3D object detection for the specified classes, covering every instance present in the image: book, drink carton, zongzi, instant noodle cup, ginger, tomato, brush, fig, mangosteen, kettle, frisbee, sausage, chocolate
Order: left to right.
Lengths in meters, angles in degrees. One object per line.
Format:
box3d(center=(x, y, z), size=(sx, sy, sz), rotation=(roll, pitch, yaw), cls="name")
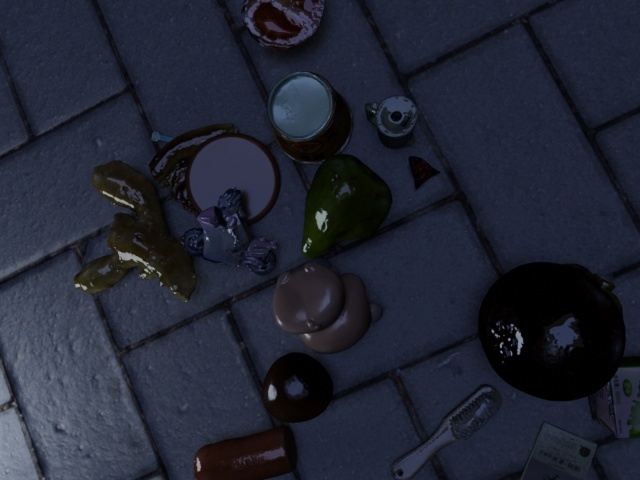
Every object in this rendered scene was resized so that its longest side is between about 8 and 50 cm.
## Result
box3d(center=(-0.462, -0.014, 1.287), size=(0.348, 0.122, 0.363), rotation=(10, 82, 7), cls="ginger")
box3d(center=(-0.230, -0.156, 1.271), size=(0.251, 0.021, 0.250), rotation=(0, 95, -2), cls="frisbee")
box3d(center=(-0.191, 0.541, 1.199), size=(0.259, 0.113, 0.113), rotation=(-16, 84, 7), cls="sausage")
box3d(center=(-0.085, -0.585, 1.259), size=(0.199, 0.112, 0.228), rotation=(36, 91, 2), cls="tomato")
box3d(center=(-0.061, 0.361, 1.177), size=(0.177, 0.177, 0.176), rotation=(-1, 86, 9), cls="chocolate")
box3d(center=(-0.032, -0.307, 1.199), size=(0.216, 0.172, 0.215), rotation=(0, 87, 9), cls="instant noodle cup")
box3d(center=(0.033, -0.064, 1.175), size=(0.206, 0.206, 0.275), rotation=(44, 107, 9), cls="fig")
box3d(center=(0.170, -0.281, 1.180), size=(0.127, 0.148, 0.098), rotation=(1, 88, 7), cls="kettle")
box3d(center=(0.262, -0.175, 1.215), size=(0.073, 0.067, 0.083), rotation=(-17, 102, -4), cls="zongzi")
box3d(center=(0.298, 0.468, 1.152), size=(0.327, 0.065, 0.070), rotation=(-42, 84, 5), cls="brush")
box3d(center=(0.496, 0.195, 1.045), size=(0.297, 0.313, 0.297), rotation=(-17, 65, 41), cls="mangosteen")
box3d(center=(0.549, 0.531, 1.132), size=(0.127, 0.014, 0.181), rotation=(22, 89, 9), cls="book")
box3d(center=(0.750, 0.334, 1.068), size=(0.271, 0.108, 0.161), rotation=(-5, 88, 7), cls="drink carton")

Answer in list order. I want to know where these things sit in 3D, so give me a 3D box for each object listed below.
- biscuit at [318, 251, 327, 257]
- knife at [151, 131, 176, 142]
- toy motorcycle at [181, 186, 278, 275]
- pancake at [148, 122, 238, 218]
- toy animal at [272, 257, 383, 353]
box3d(center=(0.000, 0.000, 1.253), size=(0.082, 0.016, 0.092), rotation=(8, 86, 8), cls="biscuit")
box3d(center=(-0.420, -0.279, 1.340), size=(0.096, 0.010, 0.027), rotation=(13, 87, 7), cls="knife")
box3d(center=(-0.213, -0.029, 1.217), size=(0.239, 0.108, 0.204), rotation=(13, 106, -17), cls="toy motorcycle")
box3d(center=(-0.323, -0.176, 1.294), size=(0.266, 0.057, 0.244), rotation=(-15, 85, 6), cls="pancake")
box3d(center=(0.009, 0.155, 1.132), size=(0.210, 0.221, 0.229), rotation=(-28, 86, 15), cls="toy animal")
